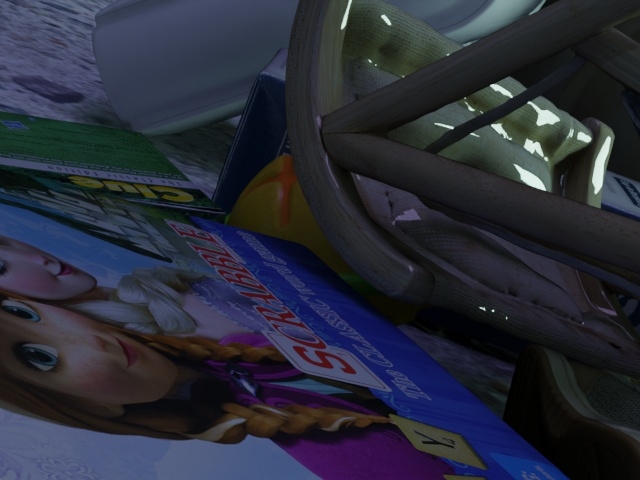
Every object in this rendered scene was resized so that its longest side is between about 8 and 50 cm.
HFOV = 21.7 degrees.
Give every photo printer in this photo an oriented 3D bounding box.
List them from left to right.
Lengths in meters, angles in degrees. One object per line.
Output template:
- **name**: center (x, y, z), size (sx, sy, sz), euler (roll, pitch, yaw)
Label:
- **photo printer**: center (0.018, -0.170, 1.201), size (0.308, 0.107, 0.256), euler (-16, 5, 15)

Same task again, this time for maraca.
- **maraca**: center (0.000, 0.000, 0.840), size (0.186, 0.099, 0.127), euler (-14, 24, -23)

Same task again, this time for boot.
- **boot**: center (0.160, 0.095, 0.631), size (0.165, 0.077, 0.213), euler (8, 5, -9)

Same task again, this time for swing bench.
- **swing bench**: center (0.152, -0.018, 0.727), size (0.255, 0.165, 0.253), euler (-2, -15, 39)

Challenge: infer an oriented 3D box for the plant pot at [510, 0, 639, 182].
- **plant pot**: center (0.341, -0.073, 1.237), size (0.323, 0.323, 0.280), euler (8, 46, -47)

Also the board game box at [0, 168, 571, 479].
- **board game box**: center (-0.085, 0.051, 0.530), size (0.318, 0.065, 0.319), euler (14, 14, -31)

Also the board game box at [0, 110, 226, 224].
- **board game box**: center (-0.186, -0.038, 0.774), size (0.260, 0.030, 0.136), euler (7, 15, -26)

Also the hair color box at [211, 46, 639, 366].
- **hair color box**: center (0.114, -0.002, 1.000), size (0.347, 0.105, 0.174), euler (20, 12, -1)
